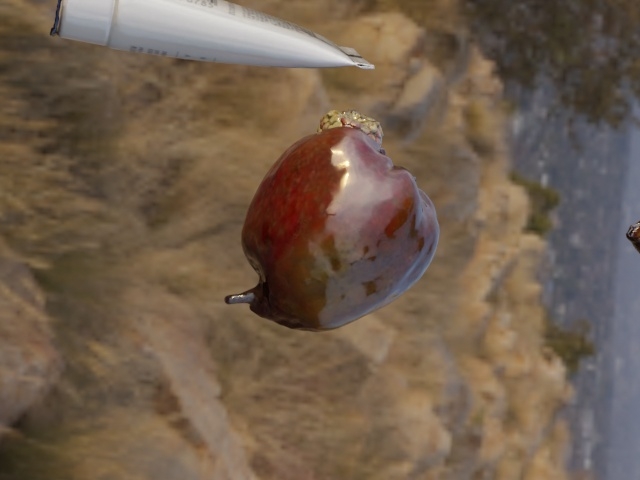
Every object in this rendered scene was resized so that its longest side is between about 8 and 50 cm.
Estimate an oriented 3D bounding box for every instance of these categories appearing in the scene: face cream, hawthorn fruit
[{"bbox_3d":[-0.083,-0.163,1.104,0.092,0.244,0.058,-120,-139,-71],"label":"face cream"},{"bbox_3d":[0.000,0.000,1.580,0.248,0.208,0.208,-41,159,-1],"label":"hawthorn fruit"}]

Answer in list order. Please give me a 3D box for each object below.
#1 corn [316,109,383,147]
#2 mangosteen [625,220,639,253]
[{"bbox_3d":[0.014,-0.039,1.981,0.098,0.098,0.290,-38,143,-71],"label":"corn"},{"bbox_3d":[0.418,0.046,1.391,0.215,0.257,0.215,-62,172,-16],"label":"mangosteen"}]
